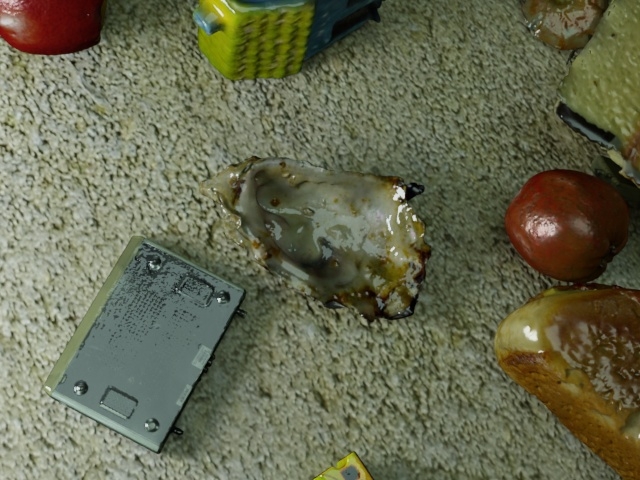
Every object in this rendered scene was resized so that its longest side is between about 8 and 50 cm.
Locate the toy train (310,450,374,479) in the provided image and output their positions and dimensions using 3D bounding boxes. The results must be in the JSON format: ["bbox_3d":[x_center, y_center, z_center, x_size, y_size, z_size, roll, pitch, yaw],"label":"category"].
[{"bbox_3d":[0.060,0.442,1.441,0.160,0.100,0.296,-30,79,-17],"label":"toy train"}]

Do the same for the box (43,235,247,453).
[{"bbox_3d":[-0.245,0.148,1.519,0.211,0.045,0.270,29,71,3],"label":"box"}]

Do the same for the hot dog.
[{"bbox_3d":[0.463,0.201,1.528,0.405,0.185,0.223,42,73,6],"label":"hot dog"}]

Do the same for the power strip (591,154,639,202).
[{"bbox_3d":[0.496,-0.090,1.665,0.169,0.028,0.076,15,37,-28],"label":"power strip"}]

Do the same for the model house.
[{"bbox_3d":[-0.068,-0.385,1.609,0.303,0.237,0.215,-35,81,-16],"label":"model house"}]

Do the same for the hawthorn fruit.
[{"bbox_3d":[0.373,-0.022,1.599,0.189,0.189,0.189,2,73,-7],"label":"hawthorn fruit"}]

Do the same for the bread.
[{"bbox_3d":[0.566,-0.262,1.616,0.345,0.242,0.405,33,107,13],"label":"bread"}]

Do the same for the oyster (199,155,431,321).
[{"bbox_3d":[-0.011,0.000,1.575,0.361,0.096,0.221,9,77,-5],"label":"oyster"}]

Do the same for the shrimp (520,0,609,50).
[{"bbox_3d":[0.421,-0.465,1.799,0.154,0.062,0.294,7,73,0],"label":"shrimp"}]

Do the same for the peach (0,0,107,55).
[{"bbox_3d":[-0.374,-0.445,1.556,0.338,0.281,0.281,-43,82,2],"label":"peach"}]
